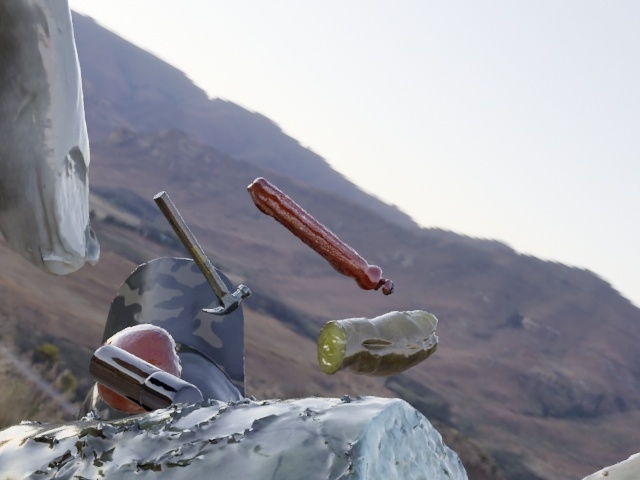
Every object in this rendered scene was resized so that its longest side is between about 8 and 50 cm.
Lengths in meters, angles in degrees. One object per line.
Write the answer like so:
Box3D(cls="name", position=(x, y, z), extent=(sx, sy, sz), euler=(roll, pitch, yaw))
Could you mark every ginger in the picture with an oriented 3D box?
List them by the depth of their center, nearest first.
Box3D(cls="ginger", position=(0.108, 0.190, 1.715), extent=(0.263, 0.116, 0.109), euler=(-2, 58, -40))

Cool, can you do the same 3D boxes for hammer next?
Box3D(cls="hammer", position=(-0.149, 0.019, 1.139), extent=(0.017, 0.062, 0.182), euler=(12, -41, 52))

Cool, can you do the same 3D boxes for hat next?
Box3D(cls="hat", position=(-0.280, 0.217, 1.719), extent=(0.366, 0.381, 0.257), euler=(-1, -3, -1))

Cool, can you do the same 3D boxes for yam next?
Box3D(cls="yam", position=(-0.068, 0.221, 0.583), extent=(0.348, 0.241, 0.241), euler=(-4, -13, 21))

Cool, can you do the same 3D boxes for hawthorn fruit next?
Box3D(cls="hawthorn fruit", position=(-0.250, 0.175, 1.303), extent=(0.128, 0.128, 0.128), euler=(28, 0, 0))

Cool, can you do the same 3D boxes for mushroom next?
Box3D(cls="mushroom", position=(-0.261, -0.138, 0.854), extent=(0.109, 0.351, 0.097), euler=(15, 24, 42))

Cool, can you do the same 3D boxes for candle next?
Box3D(cls="candle", position=(0.000, 0.000, 1.586), extent=(0.329, 0.051, 0.048), euler=(39, 19, -31))

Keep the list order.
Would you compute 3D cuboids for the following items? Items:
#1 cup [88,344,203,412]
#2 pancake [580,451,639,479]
Box3D(cls="cup", position=(-0.174, 0.234, 0.886), extent=(0.177, 0.166, 0.239), euler=(-10, -67, 41))
Box3D(cls="pancake", position=(0.335, 0.303, 1.066), extent=(0.382, 0.382, 0.071), euler=(28, 38, -57))
